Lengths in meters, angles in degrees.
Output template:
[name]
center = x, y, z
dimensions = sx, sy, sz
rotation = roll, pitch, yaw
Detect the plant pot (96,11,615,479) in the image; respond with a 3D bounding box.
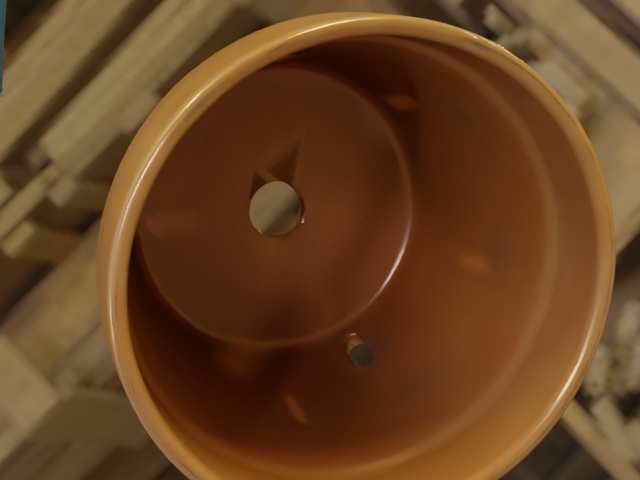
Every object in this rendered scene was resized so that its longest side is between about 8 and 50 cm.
[plant pot]
center = 0.000, 0.000, 1.156
dimensions = 0.291, 0.291, 0.203
rotation = -44, 22, -3

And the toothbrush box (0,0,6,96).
[toothbrush box]
center = -0.172, -0.192, 0.445
dimensions = 0.126, 0.216, 0.296
rotation = -18, -48, -38
